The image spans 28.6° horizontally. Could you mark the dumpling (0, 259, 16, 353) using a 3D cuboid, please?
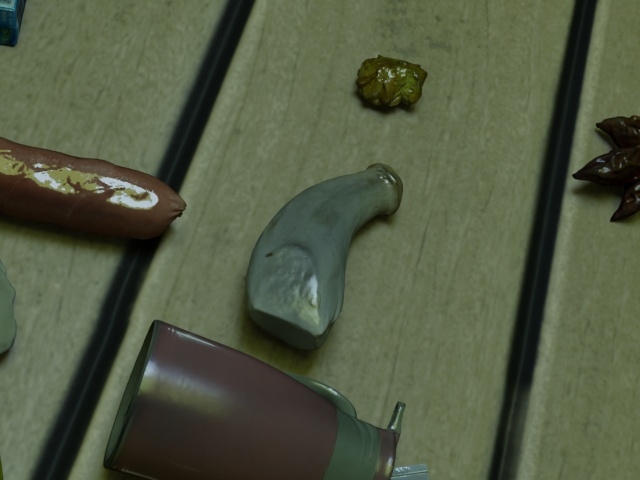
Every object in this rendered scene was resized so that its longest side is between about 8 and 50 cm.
[{"bbox_3d":[-0.405,0.017,1.213,0.258,0.147,0.193,29,30,-29],"label":"dumpling"}]

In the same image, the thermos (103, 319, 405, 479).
[{"bbox_3d":[-0.058,0.178,1.208,0.265,0.146,0.176,19,30,-11],"label":"thermos"}]

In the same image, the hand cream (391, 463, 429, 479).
[{"bbox_3d":[0.096,0.318,1.214,0.052,0.038,0.216,16,46,-33],"label":"hand cream"}]

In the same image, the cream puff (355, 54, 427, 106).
[{"bbox_3d":[0.086,-0.196,1.517,0.083,0.058,0.083,25,54,4],"label":"cream puff"}]

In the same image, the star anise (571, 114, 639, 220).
[{"bbox_3d":[0.422,-0.094,1.517,0.212,0.111,0.196,-33,78,-36],"label":"star anise"}]

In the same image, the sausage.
[{"bbox_3d":[-0.355,-0.075,1.317,0.433,0.088,0.088,15,56,-3],"label":"sausage"}]

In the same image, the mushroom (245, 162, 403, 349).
[{"bbox_3d":[0.000,0.000,1.350,0.118,0.103,0.270,26,50,4],"label":"mushroom"}]

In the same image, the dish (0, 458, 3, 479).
[{"bbox_3d":[-0.378,0.234,1.101,0.221,0.108,0.262,-19,65,-23],"label":"dish"}]

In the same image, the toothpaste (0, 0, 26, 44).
[{"bbox_3d":[-0.365,-0.355,1.503,0.050,0.065,0.267,7,57,-6],"label":"toothpaste"}]
